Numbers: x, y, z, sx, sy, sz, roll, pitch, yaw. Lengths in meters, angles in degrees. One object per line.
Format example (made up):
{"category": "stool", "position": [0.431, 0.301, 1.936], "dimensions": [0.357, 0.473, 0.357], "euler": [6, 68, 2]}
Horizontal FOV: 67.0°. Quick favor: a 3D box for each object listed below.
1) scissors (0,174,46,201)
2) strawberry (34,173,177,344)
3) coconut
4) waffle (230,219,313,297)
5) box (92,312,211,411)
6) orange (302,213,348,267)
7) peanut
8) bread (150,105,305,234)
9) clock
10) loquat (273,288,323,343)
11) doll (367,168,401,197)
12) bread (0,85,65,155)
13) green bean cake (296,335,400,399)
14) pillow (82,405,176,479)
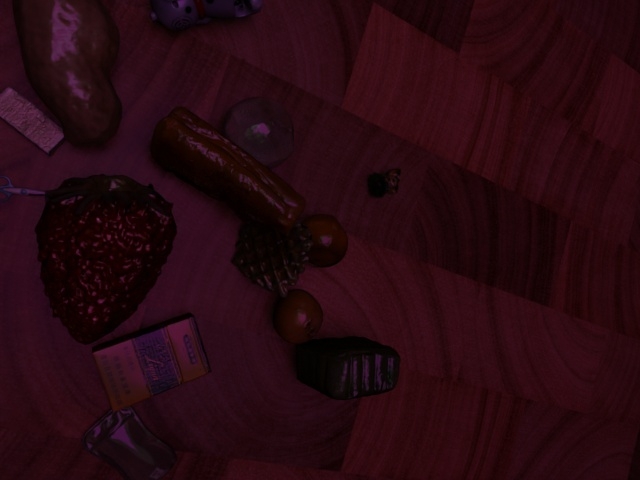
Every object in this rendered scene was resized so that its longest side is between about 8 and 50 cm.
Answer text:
{"category": "scissors", "position": [-0.652, -0.107, 1.055], "dimensions": [0.119, 0.014, 0.058], "euler": [7, 93, -21]}
{"category": "strawberry", "position": [-0.453, 0.033, 1.044], "dimensions": [0.292, 0.292, 0.343], "euler": [4, 114, -24]}
{"category": "coconut", "position": [-0.151, -0.258, 1.179], "dimensions": [0.194, 0.194, 0.194], "euler": [-1, 92, -24]}
{"category": "waffle", "position": [-0.121, 0.020, 1.218], "dimensions": [0.208, 0.214, 0.054], "euler": [-63, 157, -1]}
{"category": "box", "position": [-0.399, 0.285, 1.156], "dimensions": [0.237, 0.070, 0.152], "euler": [-17, 99, -21]}
{"category": "orange", "position": [0.000, 0.000, 1.285], "dimensions": [0.156, 0.156, 0.134], "euler": [31, 59, -22]}
{"category": "peanut", "position": [-0.522, -0.394, 1.023], "dimensions": [0.192, 0.169, 0.387], "euler": [-12, 100, -28]}
{"category": "bread", "position": [-0.220, -0.139, 1.130], "dimensions": [0.380, 0.185, 0.109], "euler": [36, 56, -7]}
{"category": "clock", "position": [-0.286, -0.584, 1.137], "dimensions": [0.254, 0.189, 0.189], "euler": [-24, 102, -6]}
{"category": "loquat", "position": [-0.058, 0.198, 1.268], "dimensions": [0.141, 0.141, 0.141], "euler": [-1, 92, -24]}
{"category": "doll", "position": [0.186, -0.172, 1.418], "dimensions": [0.113, 0.077, 0.078], "euler": [-32, 134, -49]}
{"category": "bread", "position": [-0.633, -0.259, 1.051], "dimensions": [0.154, 0.028, 0.068], "euler": [41, 76, -19]}
{"category": "green bean cake", "position": [0.073, 0.325, 1.269], "dimensions": [0.222, 0.248, 0.125], "euler": [3, 90, -27]}
{"category": "pillow", "position": [-0.450, 0.499, 1.157], "dimensions": [0.130, 0.033, 0.217], "euler": [-44, 108, -20]}
